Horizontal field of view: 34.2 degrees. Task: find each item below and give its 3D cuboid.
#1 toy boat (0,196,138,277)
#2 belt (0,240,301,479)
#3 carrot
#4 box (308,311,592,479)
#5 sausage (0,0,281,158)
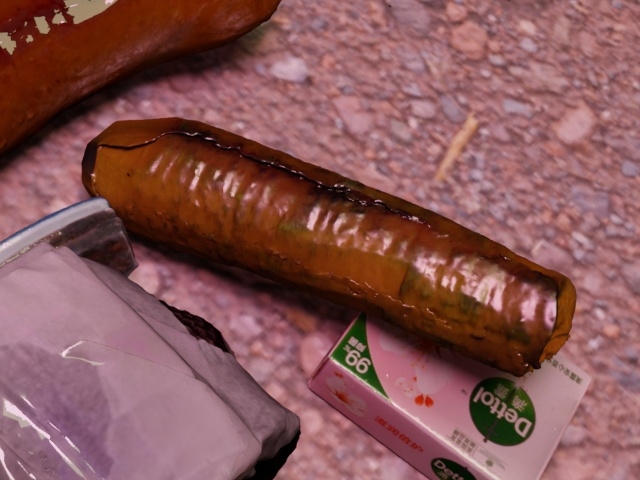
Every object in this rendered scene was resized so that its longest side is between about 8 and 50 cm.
[{"bbox_3d":[-0.157,0.025,0.504,0.066,0.059,0.140,31,58,35],"label":"toy boat"},{"bbox_3d":[-0.144,0.116,0.384,0.164,0.184,0.289,40,52,12],"label":"belt"},{"bbox_3d":[0.000,0.000,0.524,0.260,0.070,0.070,22,56,16],"label":"carrot"},{"bbox_3d":[0.069,0.075,0.554,0.125,0.043,0.089,35,58,3],"label":"box"},{"bbox_3d":[-0.146,-0.094,0.551,0.102,0.076,0.302,30,56,32],"label":"sausage"}]
